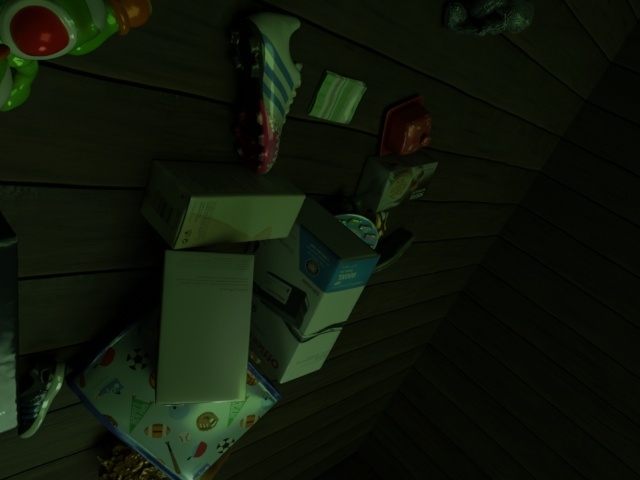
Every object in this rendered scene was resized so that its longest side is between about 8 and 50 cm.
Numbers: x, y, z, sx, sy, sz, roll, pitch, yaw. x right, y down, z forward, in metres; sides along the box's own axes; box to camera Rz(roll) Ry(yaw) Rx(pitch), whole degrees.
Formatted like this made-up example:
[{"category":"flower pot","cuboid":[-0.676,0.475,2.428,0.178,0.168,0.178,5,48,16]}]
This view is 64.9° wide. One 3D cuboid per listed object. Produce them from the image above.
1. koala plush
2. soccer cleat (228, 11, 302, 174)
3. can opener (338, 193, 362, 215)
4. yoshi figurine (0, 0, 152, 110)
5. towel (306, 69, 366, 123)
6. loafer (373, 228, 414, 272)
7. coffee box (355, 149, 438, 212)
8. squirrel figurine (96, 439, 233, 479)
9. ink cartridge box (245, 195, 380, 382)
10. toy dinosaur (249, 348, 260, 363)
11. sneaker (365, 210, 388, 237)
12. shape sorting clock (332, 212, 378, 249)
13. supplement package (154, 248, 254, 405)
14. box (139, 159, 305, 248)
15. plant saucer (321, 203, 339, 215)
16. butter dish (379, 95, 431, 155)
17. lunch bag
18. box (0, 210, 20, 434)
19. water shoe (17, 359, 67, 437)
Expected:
[{"category":"koala plush","cuboid":[0.440,-0.644,1.252,0.196,0.203,0.221,-32,134,-28]},{"category":"soccer cleat","cuboid":[-0.093,-0.282,1.001,0.143,0.116,0.331,-29,143,-31]},{"category":"can opener","cuboid":[0.111,-0.013,1.513,0.076,0.095,0.283,-38,148,-21]},{"category":"yoshi figurine","cuboid":[-0.404,-0.261,0.619,0.362,0.203,0.203,-50,-167,-27]},{"category":"towel","cuboid":[0.042,-0.339,1.208,0.152,0.023,0.113,-5,127,-50]},{"category":"loafer","cuboid":[0.252,0.053,1.844,0.251,0.094,0.087,-31,141,-29]},{"category":"coffee box","cuboid":[0.235,-0.189,1.550,0.246,0.098,0.141,-17,137,-42]},{"category":"squirrel figurine","cuboid":[-0.416,0.623,1.441,0.397,0.281,0.370,-9,124,-52]},{"category":"ink cartridge box","cuboid":[-0.066,0.123,1.316,0.166,0.285,0.395,-6,129,-48]},{"category":"toy dinosaur","cuboid":[-0.247,0.319,1.470,0.295,0.127,0.200,17,103,-45]},{"category":"sneaker","cuboid":[0.180,-0.018,1.696,0.084,0.069,0.185,-13,135,-38]},{"category":"shape sorting clock","cuboid":[0.065,0.005,1.445,0.206,0.040,0.206,-3,131,-3]},{"category":"supplement package","cuboid":[-0.244,0.167,1.037,0.175,0.177,0.293,3,88,-18]},{"category":"box","cuboid":[-0.196,-0.081,1.063,0.311,0.148,0.121,-5,129,-49]},{"category":"plant saucer","cuboid":[0.000,0.000,1.514,0.241,0.037,0.241,-33,145,-27]},{"category":"butter dish","cuboid":[0.262,-0.308,1.436,0.160,0.118,0.160,-30,144,-31]},{"category":"lunch bag","cuboid":[-0.347,0.329,1.211,0.328,0.239,0.385,-44,118,-13]},{"category":"box","cuboid":[-0.605,0.124,0.687,0.293,0.212,0.395,-14,135,-44]},{"category":"water shoe","cuboid":[-0.612,0.329,1.065,0.080,0.073,0.203,25,105,-31]}]
